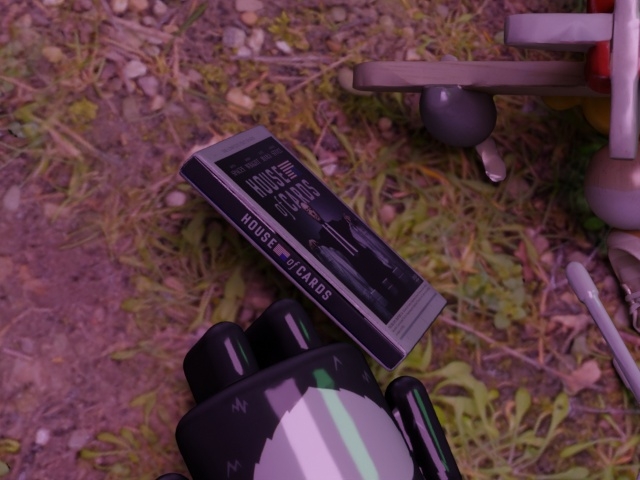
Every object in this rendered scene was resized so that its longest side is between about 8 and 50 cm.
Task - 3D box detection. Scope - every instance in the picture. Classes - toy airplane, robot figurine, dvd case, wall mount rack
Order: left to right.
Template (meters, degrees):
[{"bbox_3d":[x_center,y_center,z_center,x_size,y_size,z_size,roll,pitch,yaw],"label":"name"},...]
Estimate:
[{"bbox_3d":[-0.009,0.190,1.189,0.209,0.173,0.278,-28,78,11],"label":"robot figurine"},{"bbox_3d":[0.000,0.000,1.274,0.239,0.179,0.029,44,109,3],"label":"dvd case"},{"bbox_3d":[0.251,0.204,1.220,0.131,0.350,0.304,8,68,26],"label":"wall mount rack"},{"bbox_3d":[0.277,-0.130,1.289,0.384,0.386,0.272,-14,114,-28],"label":"toy airplane"}]

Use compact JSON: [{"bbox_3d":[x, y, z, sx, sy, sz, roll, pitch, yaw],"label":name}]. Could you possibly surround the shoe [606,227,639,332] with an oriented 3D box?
[{"bbox_3d":[0.335,0.078,1.370,0.058,0.076,0.219,-37,86,-27],"label":"shoe"}]
